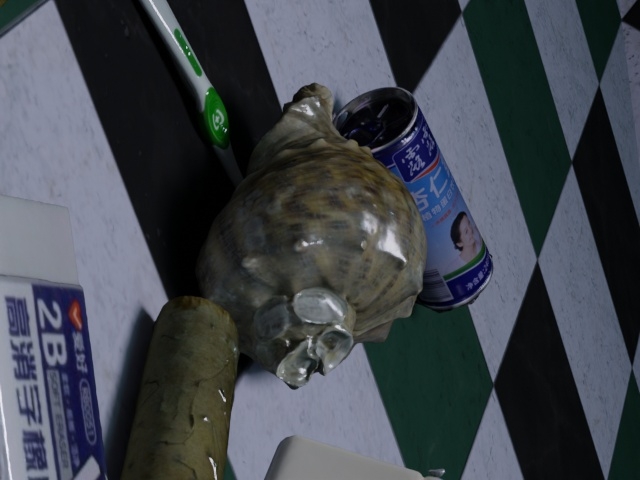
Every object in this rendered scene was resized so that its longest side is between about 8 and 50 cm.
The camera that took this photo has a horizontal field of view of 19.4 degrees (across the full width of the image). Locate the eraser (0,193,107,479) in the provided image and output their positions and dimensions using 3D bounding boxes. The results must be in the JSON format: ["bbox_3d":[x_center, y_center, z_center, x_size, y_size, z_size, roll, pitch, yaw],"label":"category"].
[{"bbox_3d":[-0.186,0.081,1.111,0.124,0.068,0.210,11,68,-66],"label":"eraser"}]

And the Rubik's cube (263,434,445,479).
[{"bbox_3d":[0.055,0.345,1.146,0.291,0.292,0.290,-69,173,-56],"label":"Rubik's cube"}]

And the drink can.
[{"bbox_3d":[0.095,-0.038,1.884,0.097,0.097,0.235,-81,150,-45],"label":"drink can"}]

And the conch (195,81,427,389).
[{"bbox_3d":[0.013,0.001,1.503,0.210,0.159,0.291,49,46,-40],"label":"conch"}]

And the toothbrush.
[{"bbox_3d":[-0.093,-0.105,1.529,0.030,0.030,0.304,-75,145,-50],"label":"toothbrush"}]

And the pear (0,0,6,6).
[{"bbox_3d":[-0.224,-0.226,0.988,0.188,0.228,0.211,13,38,-27],"label":"pear"}]

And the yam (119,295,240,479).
[{"bbox_3d":[-0.107,0.190,1.254,0.371,0.083,0.083,-83,153,-42],"label":"yam"}]
